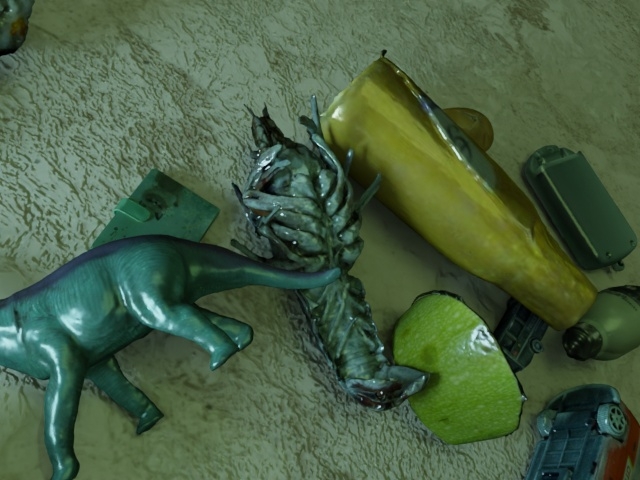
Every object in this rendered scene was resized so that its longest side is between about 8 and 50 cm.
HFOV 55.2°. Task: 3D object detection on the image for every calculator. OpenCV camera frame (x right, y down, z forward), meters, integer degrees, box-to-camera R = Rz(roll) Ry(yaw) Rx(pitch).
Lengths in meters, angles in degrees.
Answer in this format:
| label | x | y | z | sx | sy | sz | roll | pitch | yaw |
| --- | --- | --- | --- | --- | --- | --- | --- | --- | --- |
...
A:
| label | x | y | z | sx | sy | sz | roll | pitch | yaw |
| --- | --- | --- | --- | --- | --- | --- | --- | --- | --- |
| calculator | 0.442 | -0.056 | 1.038 | 0.141 | 0.045 | 0.246 | -20 | 74 | -33 |

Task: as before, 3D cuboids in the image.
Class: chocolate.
| label | x | y | z | sx | sy | sz | roll | pitch | yaw |
| --- | --- | --- | --- | --- | --- | --- | --- | --- | --- |
| chocolate | 0.194 | -0.060 | 0.839 | 0.445 | 0.162 | 0.162 | 42 | 54 | 2 |

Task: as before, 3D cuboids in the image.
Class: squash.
| label | x | y | z | sx | sy | sz | roll | pitch | yaw |
| --- | --- | --- | --- | --- | --- | --- | --- | --- | --- |
| squash | 0.140 | 0.154 | 0.705 | 0.085 | 0.184 | 0.192 | -24 | 75 | -18 |

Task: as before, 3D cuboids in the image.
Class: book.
| label | x | y | z | sx | sy | sz | roll | pitch | yaw |
| --- | --- | --- | --- | --- | --- | --- | --- | --- | --- |
| book | -0.192 | -0.015 | 0.716 | 0.103 | 0.017 | 0.135 | 33 | 54 | -8 |

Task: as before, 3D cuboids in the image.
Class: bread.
| label | x | y | z | sx | sy | sz | roll | pitch | yaw |
| --- | --- | --- | --- | --- | --- | --- | --- | --- | --- |
| bread | 0.234 | -0.182 | 0.995 | 0.115 | 0.056 | 0.082 | -3 | 67 | -28 |

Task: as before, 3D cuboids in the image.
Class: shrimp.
| label | x | y | z | sx | sy | sz | roll | pitch | yaw |
| --- | --- | --- | --- | --- | --- | --- | --- | --- | --- |
| shrimp | -0.003 | -0.002 | 0.728 | 0.221 | 0.166 | 0.410 | -12 | 82 | -33 |

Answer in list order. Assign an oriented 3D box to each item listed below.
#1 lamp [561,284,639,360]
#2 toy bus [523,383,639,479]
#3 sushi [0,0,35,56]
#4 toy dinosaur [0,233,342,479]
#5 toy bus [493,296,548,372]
| label | x | y | z | sx | sy | sz | roll | pitch | yaw |
| --- | --- | --- | --- | --- | --- | --- | --- | --- | --- |
| lamp | 0.438 | 0.119 | 0.911 | 0.250 | 0.101 | 0.101 | -14 | 71 | -40 |
| toy bus | 0.315 | 0.305 | 0.745 | 0.120 | 0.121 | 0.265 | 46 | 53 | -8 |
| sushi | -0.411 | -0.284 | 0.629 | 0.126 | 0.225 | 0.136 | 28 | 87 | 22 |
| toy dinosaur | -0.227 | 0.018 | 0.590 | 0.383 | 0.129 | 0.331 | -37 | 85 | -14 |
| toy bus | 0.291 | 0.117 | 0.870 | 0.065 | 0.047 | 0.166 | 41 | 54 | 3 |
